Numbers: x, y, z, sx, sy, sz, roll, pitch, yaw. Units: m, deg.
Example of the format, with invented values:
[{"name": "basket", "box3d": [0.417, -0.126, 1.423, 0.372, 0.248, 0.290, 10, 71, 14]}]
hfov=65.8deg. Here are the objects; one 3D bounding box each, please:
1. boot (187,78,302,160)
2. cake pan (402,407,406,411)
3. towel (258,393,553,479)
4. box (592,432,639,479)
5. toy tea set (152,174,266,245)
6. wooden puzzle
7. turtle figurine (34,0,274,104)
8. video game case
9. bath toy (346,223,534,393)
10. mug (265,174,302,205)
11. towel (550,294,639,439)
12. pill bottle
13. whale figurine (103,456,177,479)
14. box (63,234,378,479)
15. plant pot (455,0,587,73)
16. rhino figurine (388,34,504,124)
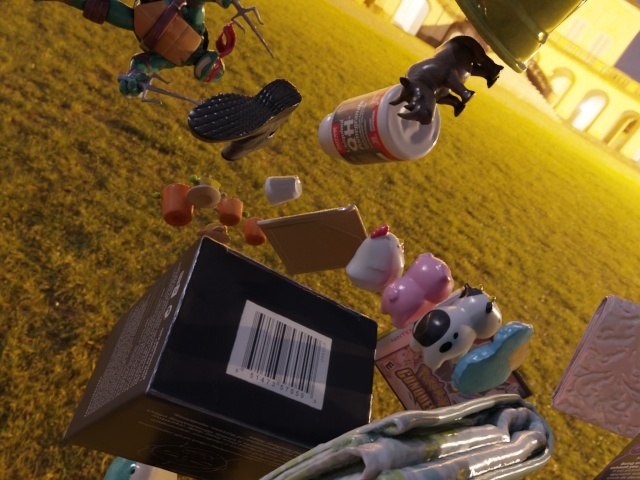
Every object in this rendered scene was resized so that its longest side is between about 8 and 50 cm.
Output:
[{"name": "boot", "box3d": [-0.145, -0.191, 0.894, 0.247, 0.161, 0.083, -33, 82, -41]}, {"name": "cake pan", "box3d": [0.363, 0.481, 1.322, 0.293, 0.293, 0.054, 32, 11, 1]}, {"name": "towel", "box3d": [0.058, 0.279, 0.534, 0.375, 0.320, 0.090, 19, 37, -48]}, {"name": "box", "box3d": [0.392, 0.212, 0.420, 0.271, 0.165, 0.143, -22, 77, -29]}, {"name": "toy tea set", "box3d": [-0.294, -0.085, 1.393, 0.336, 0.200, 0.124, 42, 31, -49]}, {"name": "wooden puzzle", "box3d": [0.000, 0.000, 1.121, 0.238, 0.221, 0.044, 60, 27, -52]}, {"name": "turtle figurine", "box3d": [-0.182, -0.242, 0.566, 0.234, 0.175, 0.118, 34, 3, -27]}, {"name": "video game case", "box3d": [0.269, 0.273, 1.059, 0.274, 0.248, 0.035, 56, 12, -6]}, {"name": "bath toy", "box3d": [0.180, 0.087, 0.832, 0.152, 0.128, 0.348, -11, 35, -31]}, {"name": "mug", "box3d": [-0.075, -0.116, 1.051, 0.062, 0.064, 0.078, 42, 46, -57]}, {"name": "towel", "box3d": [0.772, 0.327, 1.189, 0.332, 0.316, 0.053, 22, 15, 2]}, {"name": "pill bottle", "box3d": [0.130, -0.281, 1.249, 0.177, 0.176, 0.319, 17, -5, -31]}, {"name": "whale figurine", "box3d": [-0.424, 0.597, 1.186, 0.141, 0.271, 0.216, 6, 49, 9]}, {"name": "box", "box3d": [-0.156, 0.214, 0.743, 0.294, 0.396, 0.211, 30, 49, -24]}, {"name": "plant pot", "box3d": [0.327, -0.434, 0.713, 0.276, 0.254, 0.275, 29, 44, -32]}, {"name": "rhino figurine", "box3d": [0.189, -0.244, 0.768, 0.106, 0.073, 0.243, 44, 59, 8]}]
